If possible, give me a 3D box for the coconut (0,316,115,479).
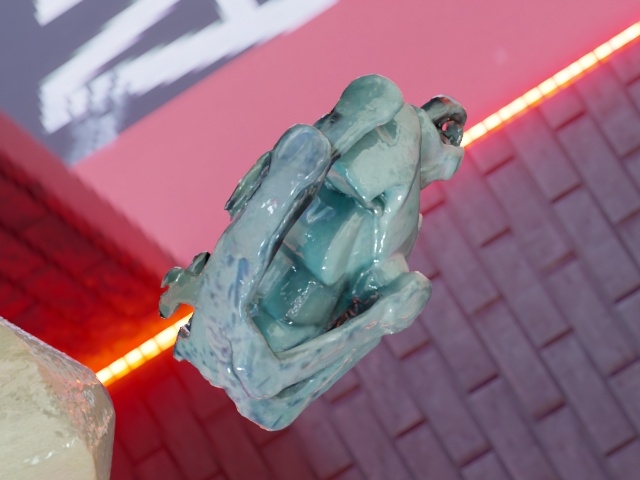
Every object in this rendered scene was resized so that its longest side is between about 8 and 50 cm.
[{"bbox_3d":[-0.276,0.175,1.527,0.239,0.244,0.239,36,142,36],"label":"coconut"}]

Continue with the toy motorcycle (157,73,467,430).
[{"bbox_3d":[0.000,0.000,1.331,0.154,0.260,0.206,38,-169,26],"label":"toy motorcycle"}]
